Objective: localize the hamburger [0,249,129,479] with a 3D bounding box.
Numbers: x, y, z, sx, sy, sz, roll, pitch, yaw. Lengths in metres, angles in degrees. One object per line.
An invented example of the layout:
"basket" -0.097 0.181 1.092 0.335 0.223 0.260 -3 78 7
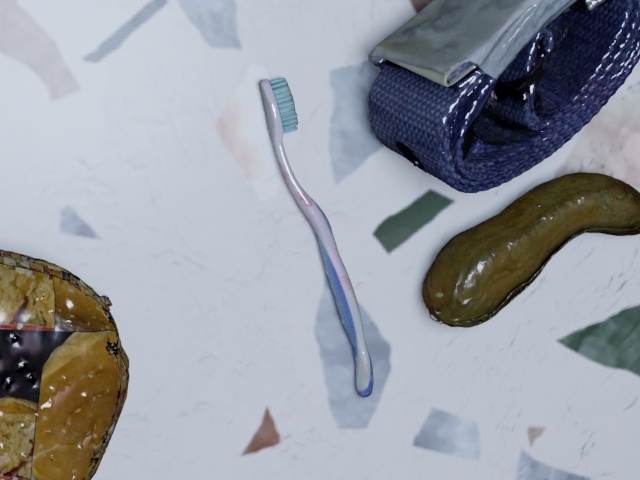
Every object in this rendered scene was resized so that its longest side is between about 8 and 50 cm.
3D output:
"hamburger" -0.251 0.110 1.074 0.231 0.107 0.231 -2 96 -24

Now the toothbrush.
"toothbrush" 0.000 0.000 1.175 0.027 0.021 0.269 -19 104 -8

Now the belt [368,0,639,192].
"belt" 0.141 -0.148 1.144 0.230 0.126 0.139 -43 131 -8

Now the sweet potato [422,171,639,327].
"sweet potato" 0.180 -0.004 1.211 0.233 0.062 0.081 -26 120 -15
